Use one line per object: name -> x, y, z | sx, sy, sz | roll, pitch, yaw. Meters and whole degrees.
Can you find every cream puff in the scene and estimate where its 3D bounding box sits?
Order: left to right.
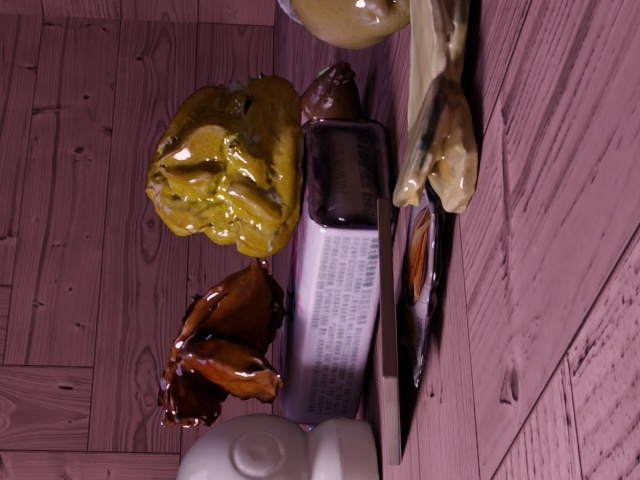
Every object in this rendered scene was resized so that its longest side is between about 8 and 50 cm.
cream puff -> -0.108, -0.074, 1.517 | 0.221, 0.195, 0.194 | 97, 173, -58

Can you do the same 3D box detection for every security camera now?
security camera -> -0.054, 0.303, 1.566 | 0.194, 0.236, 0.194 | 179, 90, -85

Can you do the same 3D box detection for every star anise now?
star anise -> -0.113, 0.135, 1.654 | 0.237, 0.148, 0.346 | -63, 2, -2

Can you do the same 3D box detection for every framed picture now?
framed picture -> 0.068, 0.095, 1.299 | 0.250, 0.016, 0.184 | 83, -174, -64

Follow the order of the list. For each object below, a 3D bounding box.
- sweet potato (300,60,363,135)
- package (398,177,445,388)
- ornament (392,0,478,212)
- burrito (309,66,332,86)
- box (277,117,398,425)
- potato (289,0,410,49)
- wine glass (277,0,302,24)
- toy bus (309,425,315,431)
sweet potato -> -0.003, -0.128, 1.809 | 0.336, 0.131, 0.131 | 98, 172, -61
package -> 0.090, 0.024, 1.216 | 0.173, 0.027, 0.171 | -102, 14, -70
ornament -> 0.093, -0.118, 1.116 | 0.180, 0.059, 0.201 | 108, 166, -75
burrito -> 0.015, -0.219, 2.038 | 0.288, 0.054, 0.104 | -97, 12, -68
box -> 0.013, 0.041, 1.608 | 0.190, 0.112, 0.369 | -95, 8, -46
potato -> 0.042, -0.261, 1.322 | 0.194, 0.157, 0.157 | -126, 36, -60
wine glass -> 0.001, -0.366, 1.676 | 0.196, 0.165, 0.165 | 92, 178, -68
toy bus -> 0.008, 0.263, 1.938 | 0.166, 0.047, 0.065 | 111, 155, -79
